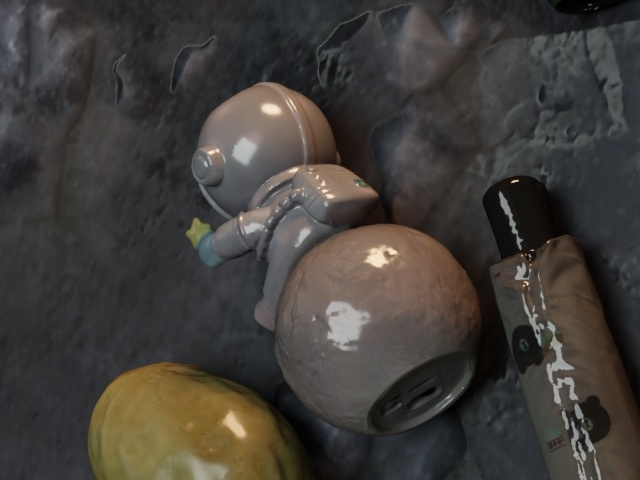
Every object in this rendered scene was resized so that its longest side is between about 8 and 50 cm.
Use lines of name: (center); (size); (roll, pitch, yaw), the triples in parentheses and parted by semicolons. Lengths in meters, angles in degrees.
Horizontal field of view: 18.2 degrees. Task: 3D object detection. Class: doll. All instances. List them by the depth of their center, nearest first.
doll: (0.000, 0.000, 1.389); (0.151, 0.151, 0.287); (-48, 55, 23)

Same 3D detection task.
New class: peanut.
peanut: (-0.056, 0.196, 1.406); (0.319, 0.147, 0.147); (47, 112, 35)

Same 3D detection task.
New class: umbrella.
umbrella: (0.170, 0.115, 1.281); (0.067, 0.073, 0.337); (-21, 70, 14)

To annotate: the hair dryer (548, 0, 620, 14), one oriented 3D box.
hair dryer: (0.230, -0.222, 1.296); (0.198, 0.057, 0.100); (-17, 75, 30)
